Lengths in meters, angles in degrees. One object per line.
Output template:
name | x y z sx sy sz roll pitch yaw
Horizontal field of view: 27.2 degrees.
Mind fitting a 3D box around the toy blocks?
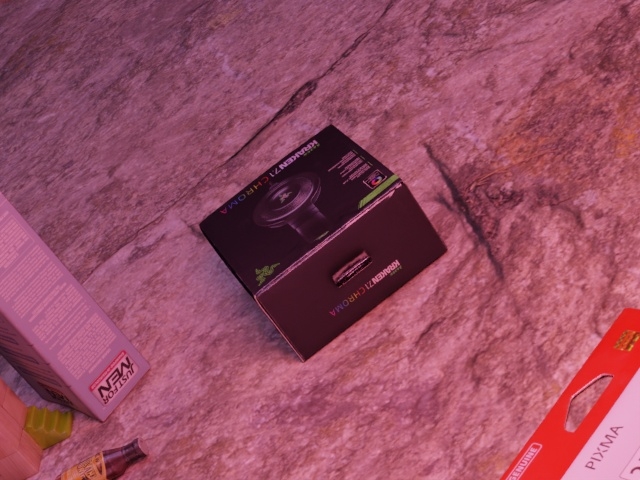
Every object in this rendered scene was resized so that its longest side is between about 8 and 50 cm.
toy blocks | -0.582 0.267 1.855 0.381 0.261 0.191 -27 30 14

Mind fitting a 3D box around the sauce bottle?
sauce bottle | -0.285 0.296 1.732 0.128 0.042 0.042 -31 29 9

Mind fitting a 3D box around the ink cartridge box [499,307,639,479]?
ink cartridge box | 0.318 0.159 1.305 0.239 0.060 0.275 10 52 50

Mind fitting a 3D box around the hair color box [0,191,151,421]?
hair color box | -0.423 0.078 1.852 0.185 0.374 0.114 8 51 51

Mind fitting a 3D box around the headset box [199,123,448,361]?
headset box | 0.000 0.000 1.788 0.246 0.131 0.283 -37 30 -3
